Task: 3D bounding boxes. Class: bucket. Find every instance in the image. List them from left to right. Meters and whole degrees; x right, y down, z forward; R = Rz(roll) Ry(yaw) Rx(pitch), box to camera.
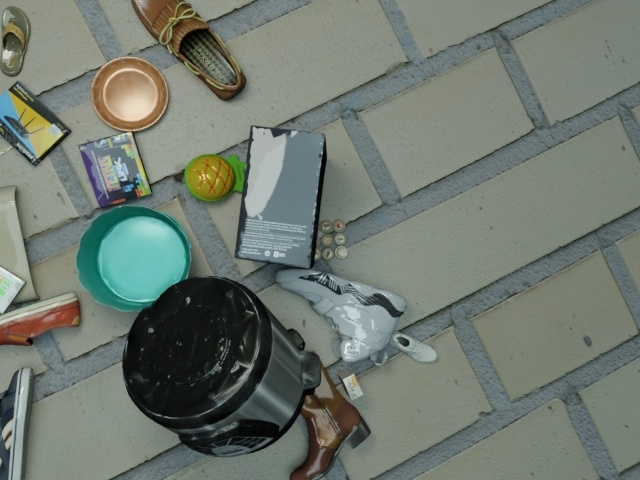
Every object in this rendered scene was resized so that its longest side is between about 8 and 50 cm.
[{"bbox_3d":[-0.463,0.045,1.805,0.281,0.183,0.281,0,89,-8],"label":"bucket"}]

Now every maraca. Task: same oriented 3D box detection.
[{"bbox_3d":[-0.273,-0.169,1.881,0.186,0.099,0.127,-13,93,-34],"label":"maraca"}]

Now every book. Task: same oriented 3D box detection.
[{"bbox_3d":[-0.820,0.102,1.763,0.144,0.035,0.096,34,87,-10],"label":"book"}]

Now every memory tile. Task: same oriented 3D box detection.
[{"bbox_3d":[0.000,0.000,1.952,0.148,0.012,0.113,-3,89,-8],"label":"memory tile"}]

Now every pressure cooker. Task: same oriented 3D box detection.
[{"bbox_3d":[-0.223,0.319,1.720,0.370,0.420,0.375,32,76,29],"label":"pressure cooker"}]

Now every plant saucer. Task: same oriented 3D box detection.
[{"bbox_3d":[-0.503,-0.384,1.881,0.200,0.037,0.199,0,88,-7],"label":"plant saucer"}]

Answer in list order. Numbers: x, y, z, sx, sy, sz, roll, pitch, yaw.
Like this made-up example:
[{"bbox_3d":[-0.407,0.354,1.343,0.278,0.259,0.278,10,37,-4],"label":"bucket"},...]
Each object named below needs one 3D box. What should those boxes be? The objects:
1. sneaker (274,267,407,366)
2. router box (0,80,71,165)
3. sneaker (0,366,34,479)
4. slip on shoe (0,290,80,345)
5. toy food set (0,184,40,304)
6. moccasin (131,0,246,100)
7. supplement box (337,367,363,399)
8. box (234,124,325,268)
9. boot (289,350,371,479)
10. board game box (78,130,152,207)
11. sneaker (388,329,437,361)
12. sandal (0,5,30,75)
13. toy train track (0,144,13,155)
[{"bbox_3d":[0.038,0.203,1.889,0.366,0.137,0.210,16,84,-10],"label":"sneaker"},{"bbox_3d":[-0.759,-0.302,1.840,0.179,0.046,0.133,44,84,-5],"label":"router box"},{"bbox_3d":[-0.797,0.475,1.779,0.128,0.126,0.321,7,89,-13],"label":"sneaker"},{"bbox_3d":[-0.768,0.226,1.797,0.331,0.123,0.101,-19,95,-12],"label":"slip on shoe"},{"bbox_3d":[-0.855,0.027,1.810,0.220,0.092,0.306,-10,98,-8],"label":"toy food set"},{"bbox_3d":[-0.346,-0.526,1.849,0.139,0.147,0.380,-38,94,-7],"label":"moccasin"},{"bbox_3d":[0.079,0.385,1.911,0.036,0.098,0.062,-24,92,-8],"label":"supplement box"},{"bbox_3d":[-0.089,-0.095,1.770,0.179,0.343,0.312,8,87,1],"label":"box"},{"bbox_3d":[-0.041,0.478,1.896,0.264,0.096,0.280,-37,93,-6],"label":"boot"},{"bbox_3d":[-0.532,-0.186,1.850,0.141,0.048,0.170,-18,103,-8],"label":"board game box"},{"bbox_3d":[0.255,0.296,1.957,0.152,0.061,0.053,26,84,-8],"label":"sneaker"},{"bbox_3d":[-0.796,-0.517,1.838,0.072,0.049,0.180,6,88,-7],"label":"sandal"},{"bbox_3d":[-0.836,-0.224,1.845,0.083,0.014,0.048,-32,93,-8],"label":"toy train track"}]
